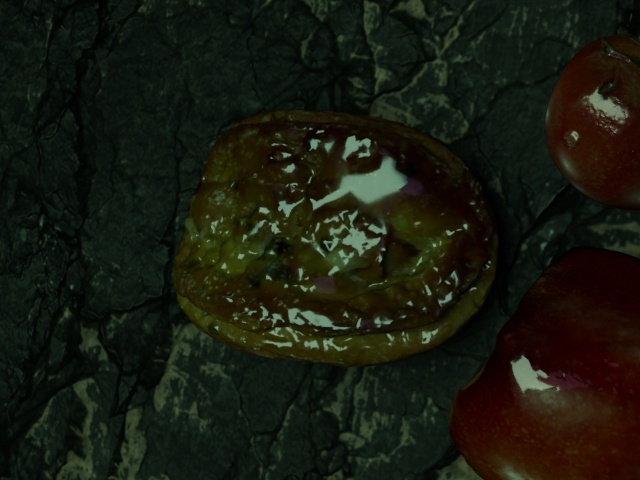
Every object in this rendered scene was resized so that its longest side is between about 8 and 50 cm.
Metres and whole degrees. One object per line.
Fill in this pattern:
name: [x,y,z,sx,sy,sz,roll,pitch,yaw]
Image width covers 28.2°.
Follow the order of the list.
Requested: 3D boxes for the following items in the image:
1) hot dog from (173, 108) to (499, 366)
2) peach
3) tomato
hot dog: [0.000,0.000,1.366,0.388,0.174,0.266,7,84,33]
peach: [0.247,0.129,1.140,0.245,0.275,0.248,3,90,35]
tomato: [0.297,-0.109,1.221,0.167,0.167,0.167,-5,80,31]
